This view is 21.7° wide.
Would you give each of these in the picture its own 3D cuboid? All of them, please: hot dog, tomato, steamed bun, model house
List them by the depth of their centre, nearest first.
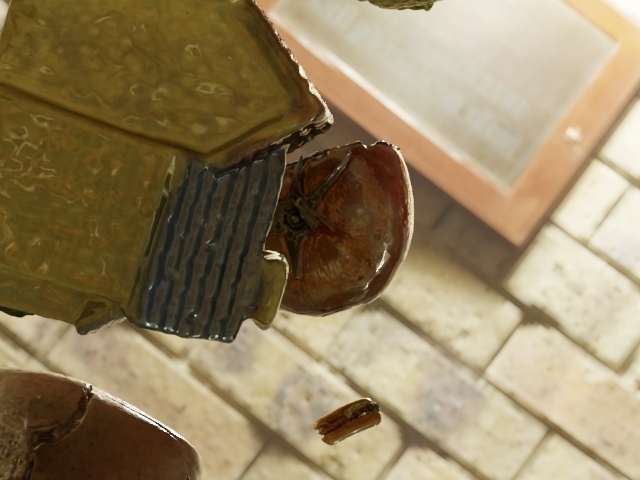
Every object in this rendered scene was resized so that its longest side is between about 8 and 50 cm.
[{"bbox_3d":[-0.137,-0.063,1.339,0.266,0.321,0.261,15,1,1],"label":"model house"},{"bbox_3d":[-0.271,0.234,1.496,0.301,0.251,0.199,11,-18,12],"label":"steamed bun"},{"bbox_3d":[0.000,0.000,1.713,0.181,0.214,0.155,8,64,-70],"label":"tomato"},{"bbox_3d":[0.032,0.190,1.775,0.037,0.083,0.021,54,-32,19],"label":"hot dog"}]

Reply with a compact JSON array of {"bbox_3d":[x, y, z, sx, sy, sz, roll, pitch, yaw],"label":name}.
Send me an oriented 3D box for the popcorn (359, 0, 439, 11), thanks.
[{"bbox_3d":[0.132,-0.432,2.191,0.282,0.282,0.247,41,-7,-17],"label":"popcorn"}]
